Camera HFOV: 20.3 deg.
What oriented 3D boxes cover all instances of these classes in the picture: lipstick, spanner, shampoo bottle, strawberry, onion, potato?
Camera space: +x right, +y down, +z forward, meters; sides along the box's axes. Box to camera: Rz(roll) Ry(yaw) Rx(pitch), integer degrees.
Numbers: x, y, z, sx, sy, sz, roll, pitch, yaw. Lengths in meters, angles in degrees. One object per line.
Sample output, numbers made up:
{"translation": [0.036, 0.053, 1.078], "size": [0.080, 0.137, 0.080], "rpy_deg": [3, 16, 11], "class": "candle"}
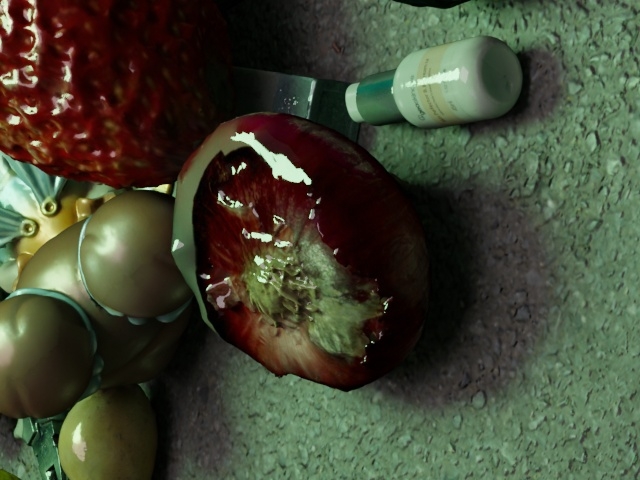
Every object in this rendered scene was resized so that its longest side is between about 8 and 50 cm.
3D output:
{"translation": [-0.086, -0.143, 1.811], "size": [0.317, 0.068, 0.066], "rpy_deg": [14, 96, 49], "class": "lipstick"}
{"translation": [-0.326, 0.175, 2.065], "size": [0.095, 0.040, 0.325], "rpy_deg": [-45, 51, 36], "class": "spanner"}
{"translation": [0.092, -0.135, 1.597], "size": [0.192, 0.074, 0.074], "rpy_deg": [-6, 80, 49], "class": "shampoo bottle"}
{"translation": [-0.231, -0.206, 1.729], "size": [0.310, 0.291, 0.292], "rpy_deg": [17, 97, 49], "class": "strawberry"}
{"translation": [0.000, 0.000, 1.617], "size": [0.272, 0.195, 0.272], "rpy_deg": [26, 129, 36], "class": "onion"}
{"translation": [-0.224, 0.223, 1.891], "size": [0.112, 0.112, 0.147], "rpy_deg": [0, 91, 49], "class": "potato"}

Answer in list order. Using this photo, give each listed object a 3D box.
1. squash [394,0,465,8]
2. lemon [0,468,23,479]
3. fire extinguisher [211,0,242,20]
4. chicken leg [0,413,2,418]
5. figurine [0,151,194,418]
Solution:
{"translation": [0.104, -0.324, 1.545], "size": [0.252, 0.165, 0.252], "rpy_deg": [-16, 70, 50], "class": "squash"}
{"translation": [-0.409, 0.398, 1.923], "size": [0.336, 0.336, 0.336], "rpy_deg": [-10, 77, 48], "class": "lemon"}
{"translation": [-0.168, -0.276, 1.934], "size": [0.089, 0.072, 0.267], "rpy_deg": [-46, 38, -18], "class": "fire extinguisher"}
{"translation": [-0.477, 0.107, 2.119], "size": [0.295, 0.182, 0.409], "rpy_deg": [58, 167, -7], "class": "chicken leg"}
{"translation": [-0.266, 0.005, 1.885], "size": [0.276, 0.248, 0.388], "rpy_deg": [-43, 52, 6], "class": "figurine"}
